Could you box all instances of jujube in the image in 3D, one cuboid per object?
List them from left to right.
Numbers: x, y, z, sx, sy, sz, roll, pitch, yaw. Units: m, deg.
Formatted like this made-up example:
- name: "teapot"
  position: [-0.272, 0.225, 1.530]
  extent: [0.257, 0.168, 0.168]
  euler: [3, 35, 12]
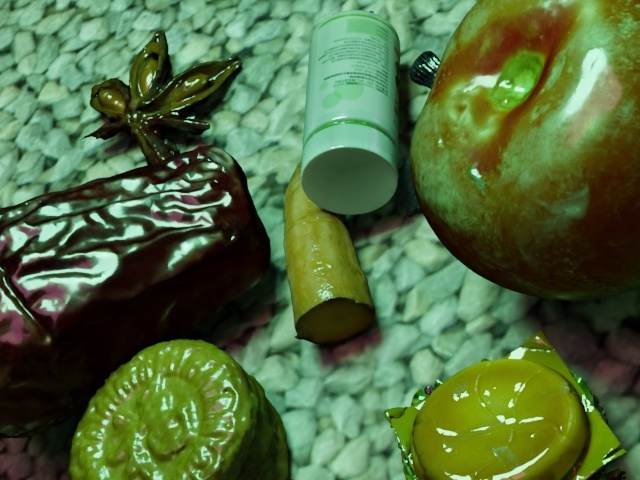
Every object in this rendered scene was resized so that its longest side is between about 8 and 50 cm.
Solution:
- name: "jujube"
  position: [-0.208, 0.038, 1.527]
  extent: [0.342, 0.216, 0.216]
  euler: [-30, 49, -1]

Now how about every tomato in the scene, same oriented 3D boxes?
- name: "tomato"
  position: [0.210, -0.076, 1.324]
  extent: [0.270, 0.223, 0.270]
  euler: [-35, 40, 35]

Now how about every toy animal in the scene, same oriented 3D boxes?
- name: "toy animal"
  position: [0.129, -0.122, 1.506]
  extent: [0.220, 0.062, 0.108]
  euler: [-50, 49, 13]

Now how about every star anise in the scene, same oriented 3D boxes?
- name: "star anise"
  position: [-0.155, -0.140, 1.703]
  extent: [0.212, 0.053, 0.157]
  euler: [28, 79, 42]

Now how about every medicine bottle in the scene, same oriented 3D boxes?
- name: "medicine bottle"
  position: [0.028, -0.117, 1.533]
  extent: [0.086, 0.086, 0.183]
  euler: [-18, 44, 22]

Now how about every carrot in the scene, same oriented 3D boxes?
- name: "carrot"
  position: [0.000, 0.000, 1.515]
  extent: [0.072, 0.072, 0.205]
  euler: [-26, 44, 16]

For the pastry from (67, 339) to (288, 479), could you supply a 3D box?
- name: "pastry"
  position: [-0.120, 0.181, 1.440]
  extent: [0.189, 0.103, 0.188]
  euler: [-16, 54, 24]

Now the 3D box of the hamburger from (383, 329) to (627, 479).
- name: "hamburger"
  position: [0.141, 0.162, 1.282]
  extent: [0.164, 0.093, 0.189]
  euler: [-20, 39, 6]
